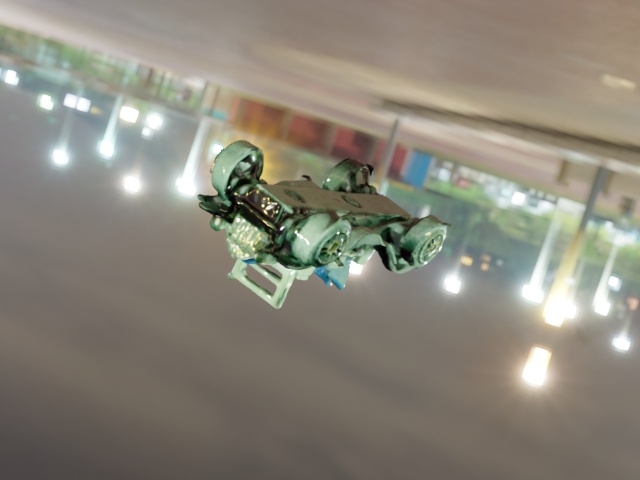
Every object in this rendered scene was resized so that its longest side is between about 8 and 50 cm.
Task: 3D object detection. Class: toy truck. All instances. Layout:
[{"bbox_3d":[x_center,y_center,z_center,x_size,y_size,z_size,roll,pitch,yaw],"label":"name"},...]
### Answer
[{"bbox_3d":[-0.001,0.000,0.756,0.080,0.078,0.154,38,-162,26],"label":"toy truck"}]
